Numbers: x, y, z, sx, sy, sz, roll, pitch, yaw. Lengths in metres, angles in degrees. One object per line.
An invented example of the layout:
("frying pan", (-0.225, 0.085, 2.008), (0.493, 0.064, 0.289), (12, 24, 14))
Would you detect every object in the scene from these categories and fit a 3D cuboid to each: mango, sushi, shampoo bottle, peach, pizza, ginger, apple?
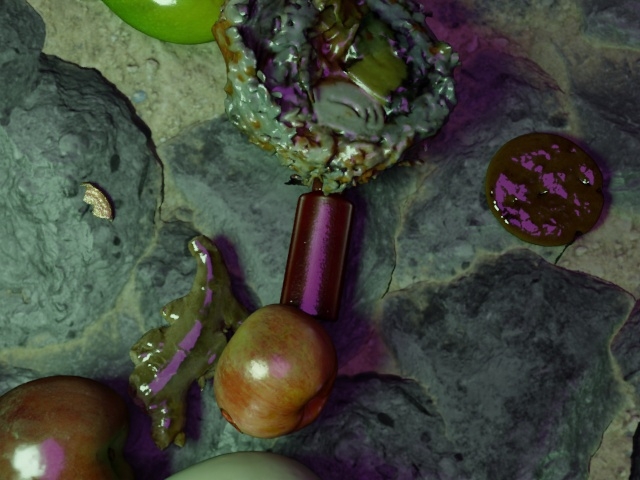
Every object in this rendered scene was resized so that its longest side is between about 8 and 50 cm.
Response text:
("mango", (-0.286, -0.446, 1.253), (0.343, 0.156, 0.192), (20, 72, 3))
("sushi", (0.036, -0.276, 1.187), (0.418, 0.176, 0.417), (6, 72, -18))
("shampoo bottle", (0.000, 0.000, 1.242), (0.102, 0.064, 0.260), (10, 80, -3))
("peach", (-0.396, 0.324, 1.085), (0.253, 0.252, 0.252), (1, 81, -3))
("pizza", (-0.379, -0.066, 1.255), (0.037, 0.016, 0.083), (-36, 88, -9))
("ginger", (-0.209, 0.170, 1.200), (0.166, 0.080, 0.332), (30, 73, -13))
("apple", (-0.065, 0.205, 1.135), (0.164, 0.209, 0.209), (33, 80, 17))

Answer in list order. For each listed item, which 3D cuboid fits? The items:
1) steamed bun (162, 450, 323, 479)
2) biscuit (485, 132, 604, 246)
("steamed bun", (-0.134, 0.462, 1.029), (0.374, 0.334, 0.333), (-28, 84, -7))
("biscuit", (0.393, -0.092, 1.295), (0.212, 0.036, 0.212), (1, 80, -3))
